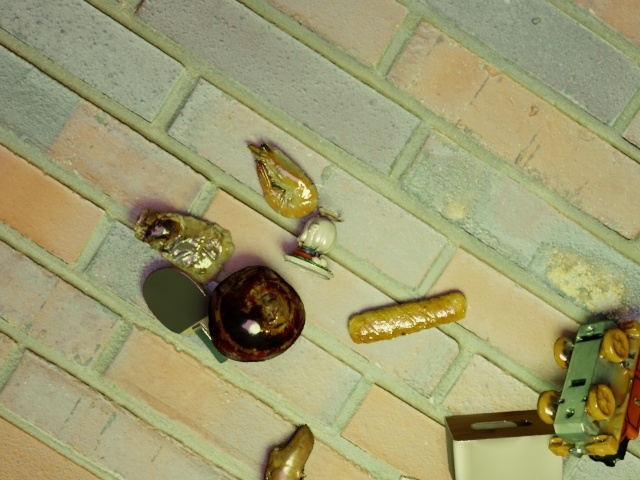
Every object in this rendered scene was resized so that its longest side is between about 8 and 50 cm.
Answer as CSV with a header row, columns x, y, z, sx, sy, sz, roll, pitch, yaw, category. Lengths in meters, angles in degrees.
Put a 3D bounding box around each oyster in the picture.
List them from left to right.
x,y,z,sx,sy,sz,roll,pitch,yaw,category
-0.323,0.004,1.827,0.233,0.107,0.161,32,88,-5,oyster

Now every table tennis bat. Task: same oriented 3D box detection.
x,y,z,sx,sy,sz,roll,pitch,yaw,category
-0.306,0.179,1.864,0.154,0.021,0.274,-32,102,25,table tennis bat

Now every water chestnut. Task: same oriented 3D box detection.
x,y,z,sx,sy,sz,roll,pitch,yaw,category
-0.153,0.173,1.804,0.224,0.238,0.223,7,57,-12,water chestnut

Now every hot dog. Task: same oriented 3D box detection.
x,y,z,sx,sy,sz,roll,pitch,yaw,category
0.205,0.180,1.858,0.286,0.061,0.087,-18,85,2,hot dog

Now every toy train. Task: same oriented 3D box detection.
x,y,z,sx,sy,sz,roll,pitch,yaw,category
0.631,0.327,1.758,0.231,0.163,0.369,40,56,-20,toy train

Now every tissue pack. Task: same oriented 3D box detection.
x,y,z,sx,sy,sz,roll,pitch,yaw,category
0.423,0.490,1.841,0.246,0.159,0.136,-5,99,1,tissue pack

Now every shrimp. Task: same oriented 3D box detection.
x,y,z,sx,sy,sz,roll,pitch,yaw,category
-0.097,-0.138,1.829,0.115,0.051,0.217,-42,97,7,shrimp

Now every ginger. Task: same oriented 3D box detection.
x,y,z,sx,sy,sz,roll,pitch,yaw,category
-0.075,0.603,1.888,0.133,0.107,0.309,-4,95,8,ginger

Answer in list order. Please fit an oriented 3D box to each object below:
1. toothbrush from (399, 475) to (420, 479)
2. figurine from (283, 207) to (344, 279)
x,y,z,sx,sy,sz,roll,pitch,yaw,category
0.339,0.619,1.923,0.307,0.025,0.029,14,89,0,toothbrush
0.000,0.000,1.818,0.132,0.132,0.153,23,83,-2,figurine
